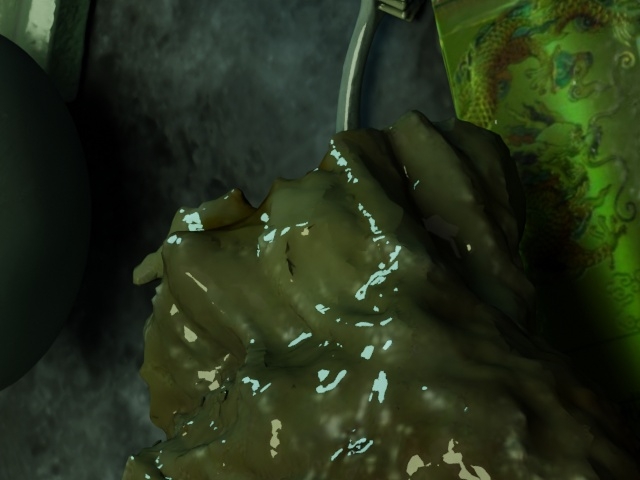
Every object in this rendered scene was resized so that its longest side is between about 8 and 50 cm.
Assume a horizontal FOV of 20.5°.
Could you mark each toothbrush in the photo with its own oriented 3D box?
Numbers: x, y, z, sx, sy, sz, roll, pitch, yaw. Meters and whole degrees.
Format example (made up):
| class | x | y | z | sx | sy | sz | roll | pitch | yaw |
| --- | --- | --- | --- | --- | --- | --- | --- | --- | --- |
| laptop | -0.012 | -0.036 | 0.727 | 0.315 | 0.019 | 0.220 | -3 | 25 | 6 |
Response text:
| class | x | y | z | sx | sy | sz | roll | pitch | yaw |
| --- | --- | --- | --- | --- | --- | --- | --- | --- | --- |
| toothbrush | 0.000 | 0.000 | 0.974 | 0.037 | 0.028 | 0.375 | 23 | 101 | 28 |

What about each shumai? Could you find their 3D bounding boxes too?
| class | x | y | z | sx | sy | sz | roll | pitch | yaw |
| --- | --- | --- | --- | --- | --- | --- | --- | --- | --- |
| shumai | 0.052 | 0.060 | 0.746 | 0.314 | 0.267 | 0.262 | 135 | 141 | -72 |

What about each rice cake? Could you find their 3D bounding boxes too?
| class | x | y | z | sx | sy | sz | roll | pitch | yaw |
| --- | --- | --- | --- | --- | --- | --- | --- | --- | --- |
| rice cake | -0.169 | -0.199 | 1.105 | 0.080 | 0.042 | 0.221 | 17 | 99 | 35 |

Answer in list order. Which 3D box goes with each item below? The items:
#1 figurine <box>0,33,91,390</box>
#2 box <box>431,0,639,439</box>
| class | x | y | z | sx | sy | sz | roll | pitch | yaw |
| --- | --- | --- | --- | --- | --- | --- | --- | --- | --- |
| figurine | -0.273 | 0.005 | 1.113 | 0.382 | 0.205 | 0.224 | -22 | 58 | 57 |
| box | 0.161 | -0.001 | 0.842 | 0.173 | 0.043 | 0.311 | -20 | 76 | 35 |
